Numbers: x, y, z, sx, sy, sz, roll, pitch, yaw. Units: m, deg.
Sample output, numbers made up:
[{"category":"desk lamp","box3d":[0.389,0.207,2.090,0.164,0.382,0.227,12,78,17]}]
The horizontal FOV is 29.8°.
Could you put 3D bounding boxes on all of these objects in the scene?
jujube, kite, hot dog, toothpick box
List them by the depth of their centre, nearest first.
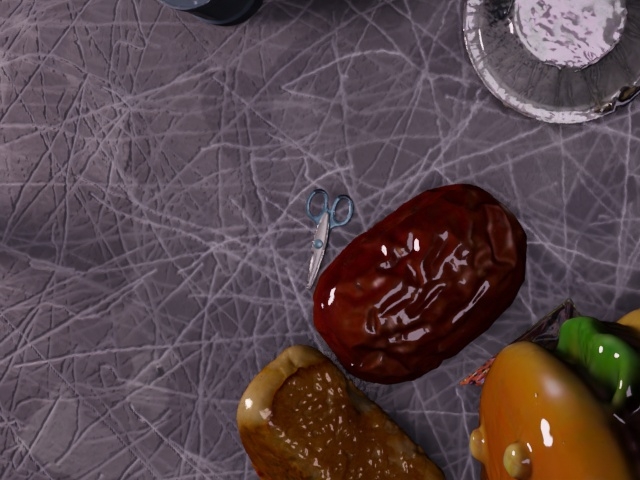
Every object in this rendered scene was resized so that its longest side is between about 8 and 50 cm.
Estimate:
[{"category":"jujube","box3d":[0.111,0.049,1.335,0.250,0.174,0.174,-41,85,-5]},{"category":"hot dog","box3d":[0.013,0.240,1.349,0.256,0.153,0.150,45,67,-4]},{"category":"toothpick box","box3d":[-0.129,-0.302,1.366,0.101,0.153,0.101,1,92,13]},{"category":"kite","box3d":[0.277,0.126,1.387,0.222,0.008,0.125,9,89,8]}]

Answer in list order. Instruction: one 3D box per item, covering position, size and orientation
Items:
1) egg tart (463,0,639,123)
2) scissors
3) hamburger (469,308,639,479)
[{"category":"egg tart","box3d":[0.274,-0.247,1.343,0.234,0.094,0.234,0,88,10]},{"category":"scissors","box3d":[0.000,0.000,1.422,0.058,0.014,0.119,15,89,12]},{"category":"hamburger","box3d":[0.301,0.249,1.191,0.277,0.396,0.396,-14,88,-4]}]
